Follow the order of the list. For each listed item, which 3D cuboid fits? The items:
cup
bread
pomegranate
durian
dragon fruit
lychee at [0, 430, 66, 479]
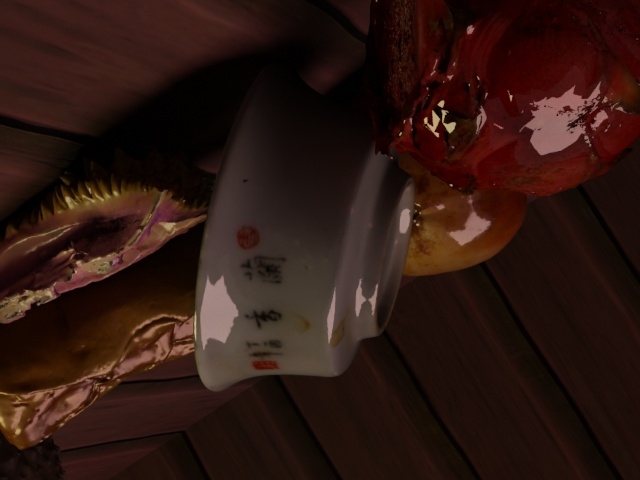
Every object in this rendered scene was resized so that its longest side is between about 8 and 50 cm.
[{"bbox_3d":[0.000,0.000,1.739,0.163,0.347,0.347,11,174,10],"label":"cup"},{"bbox_3d":[-0.240,0.075,1.876,0.344,0.195,0.148,-30,131,-12],"label":"bread"},{"bbox_3d":[0.131,-0.087,2.022,0.229,0.252,0.270,-30,-172,30],"label":"pomegranate"},{"bbox_3d":[-0.235,-0.016,1.715,0.341,0.112,0.191,-29,-179,33],"label":"durian"},{"bbox_3d":[0.181,-0.184,1.588,0.302,0.295,0.295,9,144,-37],"label":"dragon fruit"},{"bbox_3d":[-0.469,0.316,2.132,0.300,0.300,0.300,-30,169,-7],"label":"lychee"}]
